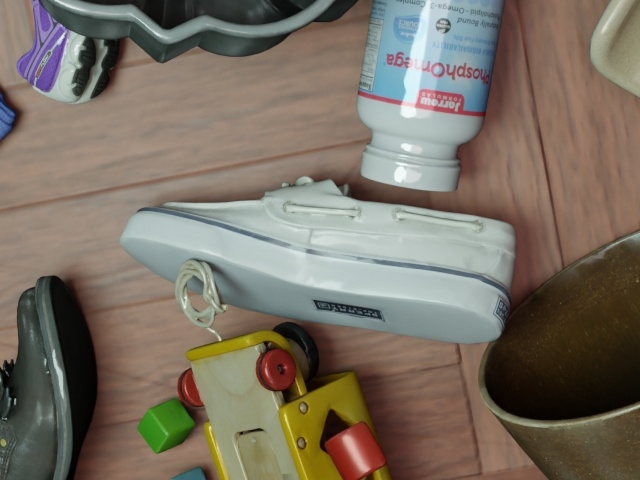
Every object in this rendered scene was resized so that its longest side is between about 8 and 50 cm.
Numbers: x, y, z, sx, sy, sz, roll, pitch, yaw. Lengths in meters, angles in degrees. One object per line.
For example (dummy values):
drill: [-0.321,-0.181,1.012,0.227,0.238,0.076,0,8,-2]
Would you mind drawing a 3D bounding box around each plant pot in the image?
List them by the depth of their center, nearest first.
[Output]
plant pot: [0.250,0.136,0.975,0.215,0.215,0.230,-29,110,7]

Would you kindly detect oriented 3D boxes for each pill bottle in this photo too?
pill bottle: [0.071,-0.117,0.993,0.087,0.087,0.160,9,99,3]

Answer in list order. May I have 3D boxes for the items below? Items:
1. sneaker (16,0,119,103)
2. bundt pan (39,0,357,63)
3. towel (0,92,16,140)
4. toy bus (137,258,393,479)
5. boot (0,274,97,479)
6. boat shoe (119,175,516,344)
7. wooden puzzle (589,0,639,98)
sneaker: [-0.164,-0.179,1.014,0.071,0.068,0.170,21,94,18]
bundt pan: [-0.082,-0.253,0.925,0.330,0.124,0.331,3,74,-10]
towel: [-0.407,-0.070,1.064,0.336,0.040,0.243,-40,95,10]
toy bus: [-0.017,0.126,1.025,0.191,0.104,0.202,38,127,29]
boot: [-0.276,0.152,1.054,0.229,0.091,0.263,2,100,3]
boat shoe: [0.000,0.000,1.016,0.267,0.096,0.088,8,67,17]
wooden puzzle: [0.391,-0.174,0.973,0.347,0.080,0.322,29,100,-5]
